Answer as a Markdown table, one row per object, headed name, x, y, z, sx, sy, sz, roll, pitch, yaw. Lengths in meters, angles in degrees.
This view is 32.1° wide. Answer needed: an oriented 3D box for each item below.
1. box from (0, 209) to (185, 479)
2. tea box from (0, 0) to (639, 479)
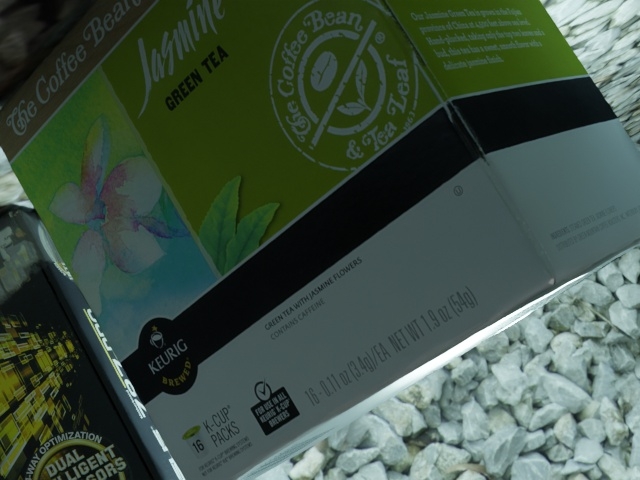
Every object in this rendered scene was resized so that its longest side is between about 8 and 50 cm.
| name | x | y | z | sx | sy | sz | roll | pitch | yaw |
| --- | --- | --- | --- | --- | --- | --- | --- | --- | --- |
| box | -0.352 | 0.205 | 1.040 | 0.394 | 0.318 | 0.097 | -30 | 169 | 7 |
| tea box | -0.001 | -0.050 | 0.775 | 0.329 | 0.324 | 0.220 | -38 | 168 | 34 |
